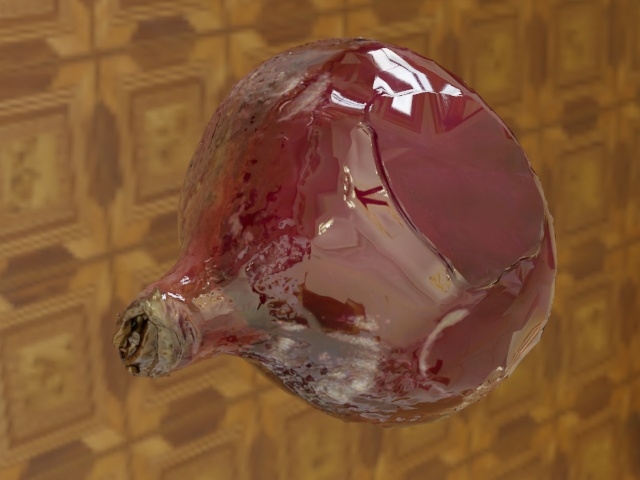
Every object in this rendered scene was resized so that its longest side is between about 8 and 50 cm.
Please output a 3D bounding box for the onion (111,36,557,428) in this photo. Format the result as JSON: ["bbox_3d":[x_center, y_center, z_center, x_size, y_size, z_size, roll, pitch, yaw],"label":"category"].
[{"bbox_3d":[0.000,0.000,0.879,0.218,0.140,0.195,-19,75,-34],"label":"onion"}]
